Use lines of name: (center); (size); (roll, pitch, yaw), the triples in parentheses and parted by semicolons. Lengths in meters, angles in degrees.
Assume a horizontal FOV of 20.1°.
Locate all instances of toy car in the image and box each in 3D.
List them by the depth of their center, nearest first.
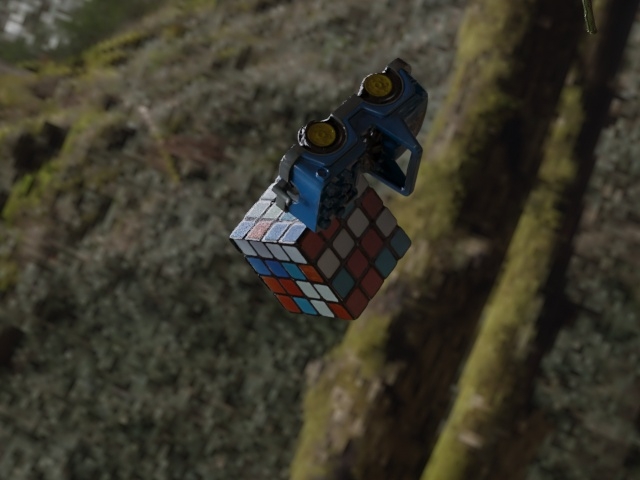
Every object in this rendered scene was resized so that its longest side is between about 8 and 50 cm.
toy car: (0.043, -0.083, 1.756); (0.191, 0.100, 0.097); (-43, -19, -26)

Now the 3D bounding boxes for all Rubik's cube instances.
Rubik's cube: (0.000, 0.000, 2.452); (0.151, 0.154, 0.155); (-54, -57, -25)

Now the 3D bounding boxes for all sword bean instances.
sword bean: (0.240, -0.229, 1.648); (0.012, 0.012, 0.083); (-31, -71, -46)
